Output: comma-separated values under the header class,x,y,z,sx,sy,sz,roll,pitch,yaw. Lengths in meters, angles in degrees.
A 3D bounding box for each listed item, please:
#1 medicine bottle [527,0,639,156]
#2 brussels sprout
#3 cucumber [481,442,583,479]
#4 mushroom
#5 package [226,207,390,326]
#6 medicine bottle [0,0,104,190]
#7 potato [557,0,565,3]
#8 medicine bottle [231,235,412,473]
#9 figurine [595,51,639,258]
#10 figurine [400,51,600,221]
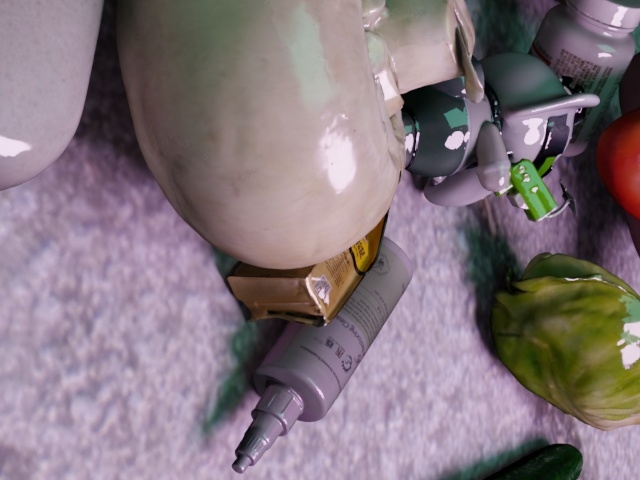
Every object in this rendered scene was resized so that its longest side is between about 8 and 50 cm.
class,x,y,z,sx,sy,sz,roll,pitch,yaw
medicine bottle,0.208,-0.144,1.033,0.079,0.079,0.140,-21,142,-46
brussels sprout,0.209,0.085,1.012,0.100,0.139,0.181,-37,115,-35
cucumber,0.126,0.208,0.964,0.284,0.056,0.056,-17,97,-47
mushroom,-0.008,-0.105,0.741,0.246,0.202,0.246,-9,90,-87
package,0.000,0.000,0.847,0.047,0.071,0.131,59,45,-27
medicine bottle,-0.212,-0.218,0.614,0.282,0.123,0.375,21,69,-46
potato,0.204,-0.261,1.096,0.200,0.081,0.164,18,63,-47
medicine bottle,-0.005,0.077,0.840,0.058,0.057,0.199,57,49,-25
figurine,0.360,-0.039,1.076,0.261,0.211,0.270,-64,145,-55
figurine,0.124,-0.087,0.948,0.192,0.147,0.126,-13,112,-28
